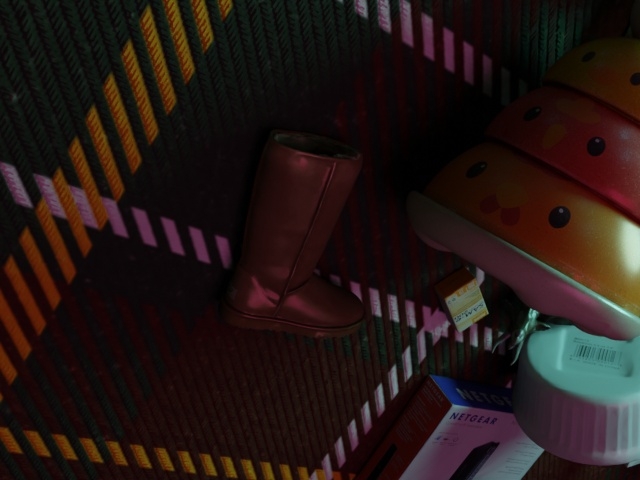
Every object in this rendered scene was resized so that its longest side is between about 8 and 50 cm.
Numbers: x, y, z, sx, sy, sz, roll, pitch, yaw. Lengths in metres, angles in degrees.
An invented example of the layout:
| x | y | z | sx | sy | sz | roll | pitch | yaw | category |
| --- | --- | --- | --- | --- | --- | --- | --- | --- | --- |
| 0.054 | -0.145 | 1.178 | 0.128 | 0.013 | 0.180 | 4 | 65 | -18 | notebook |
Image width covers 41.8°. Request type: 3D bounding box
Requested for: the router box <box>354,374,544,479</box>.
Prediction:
| x | y | z | sx | sy | sz | roll | pitch | yaw | category |
| --- | --- | --- | --- | --- | --- | --- | --- | --- | --- |
| 0.256 | 0.409 | 1.578 | 0.335 | 0.082 | 0.301 | 15 | 115 | -37 | router box |

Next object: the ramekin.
| x | y | z | sx | sy | sz | roll | pitch | yaw | category |
| --- | --- | --- | --- | --- | --- | --- | --- | --- | --- |
| 0.474 | 0.242 | 1.456 | 0.277 | 0.277 | 0.135 | -20 | 124 | -16 | ramekin |

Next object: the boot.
| x | y | z | sx | sy | sz | roll | pitch | yaw | category |
| --- | --- | --- | --- | --- | --- | --- | --- | --- | --- |
| 0.000 | 0.000 | 1.115 | 0.236 | 0.089 | 0.270 | 4 | 120 | -33 | boot |

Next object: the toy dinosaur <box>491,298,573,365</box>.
| x | y | z | sx | sy | sz | roll | pitch | yaw | category |
| --- | --- | --- | --- | --- | --- | --- | --- | --- | --- |
| 0.426 | 0.095 | 1.440 | 0.313 | 0.121 | 0.160 | -7 | 139 | -32 | toy dinosaur |

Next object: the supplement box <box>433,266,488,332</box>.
| x | y | z | sx | sy | sz | roll | pitch | yaw | category |
| --- | --- | --- | --- | --- | --- | --- | --- | --- | --- |
| 0.229 | 0.097 | 1.356 | 0.062 | 0.036 | 0.098 | -33 | 134 | -4 | supplement box |

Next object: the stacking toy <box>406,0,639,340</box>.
| x | y | z | sx | sy | sz | roll | pitch | yaw | category |
| --- | --- | --- | --- | --- | --- | --- | --- | --- | --- |
| 0.362 | -0.144 | 1.092 | 0.350 | 0.350 | 0.480 | 24 | 97 | -40 | stacking toy |

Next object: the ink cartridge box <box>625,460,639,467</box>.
| x | y | z | sx | sy | sz | roll | pitch | yaw | category |
| --- | --- | --- | --- | --- | --- | --- | --- | --- | --- |
| 0.669 | 0.379 | 1.784 | 0.060 | 0.104 | 0.180 | -8 | 127 | -24 | ink cartridge box |

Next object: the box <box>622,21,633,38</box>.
| x | y | z | sx | sy | sz | roll | pitch | yaw | category |
| --- | --- | --- | --- | --- | --- | --- | --- | --- | --- |
| 0.523 | -0.276 | 1.212 | 0.169 | 0.087 | 0.290 | 4 | 121 | -32 | box |
